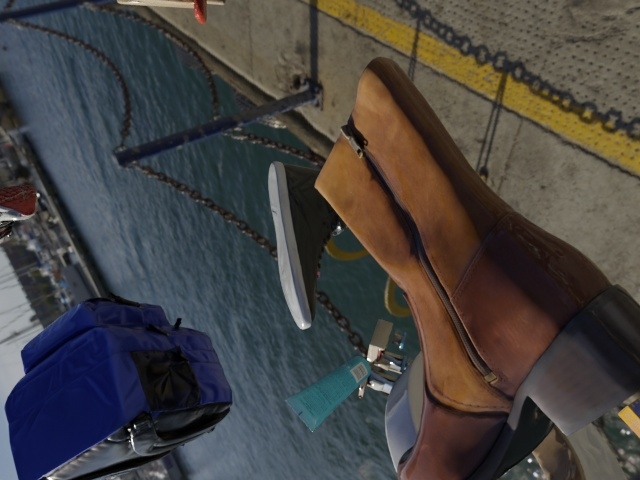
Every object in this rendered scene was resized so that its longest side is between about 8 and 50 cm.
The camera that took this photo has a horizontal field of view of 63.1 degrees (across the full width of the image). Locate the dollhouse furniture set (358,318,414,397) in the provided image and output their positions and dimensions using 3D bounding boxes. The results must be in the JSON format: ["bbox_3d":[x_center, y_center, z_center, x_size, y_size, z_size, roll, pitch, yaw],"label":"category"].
[{"bbox_3d":[0.175,0.307,1.259,0.129,0.129,0.184,16,142,13],"label":"dollhouse furniture set"}]

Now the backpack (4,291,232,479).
[{"bbox_3d":[-0.118,0.092,0.338,0.120,0.098,0.101,28,-143,-61],"label":"backpack"}]

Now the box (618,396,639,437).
[{"bbox_3d":[0.327,0.174,0.421,0.136,0.081,0.028,54,165,36],"label":"box"}]

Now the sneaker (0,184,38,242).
[{"bbox_3d":[-0.535,-0.039,0.865,0.225,0.088,0.093,-3,106,36],"label":"sneaker"}]

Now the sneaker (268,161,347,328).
[{"bbox_3d":[0.000,0.000,0.906,0.104,0.146,0.296,133,130,-68],"label":"sneaker"}]

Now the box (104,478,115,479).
[{"bbox_3d":[-0.310,0.445,0.771,0.203,0.103,0.114,53,179,-39],"label":"box"}]

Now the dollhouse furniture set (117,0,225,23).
[{"bbox_3d":[-0.092,-0.302,0.389,0.262,0.135,0.259,-117,28,-67],"label":"dollhouse furniture set"}]

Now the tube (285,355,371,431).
[{"bbox_3d":[0.025,0.306,1.073,0.080,0.207,0.052,40,129,24],"label":"tube"}]

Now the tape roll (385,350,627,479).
[{"bbox_3d":[0.278,0.315,0.765,0.392,0.392,0.072,49,127,26],"label":"tape roll"}]

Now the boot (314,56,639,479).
[{"bbox_3d":[0.066,0.045,0.413,0.280,0.096,0.264,53,145,26],"label":"boot"}]
